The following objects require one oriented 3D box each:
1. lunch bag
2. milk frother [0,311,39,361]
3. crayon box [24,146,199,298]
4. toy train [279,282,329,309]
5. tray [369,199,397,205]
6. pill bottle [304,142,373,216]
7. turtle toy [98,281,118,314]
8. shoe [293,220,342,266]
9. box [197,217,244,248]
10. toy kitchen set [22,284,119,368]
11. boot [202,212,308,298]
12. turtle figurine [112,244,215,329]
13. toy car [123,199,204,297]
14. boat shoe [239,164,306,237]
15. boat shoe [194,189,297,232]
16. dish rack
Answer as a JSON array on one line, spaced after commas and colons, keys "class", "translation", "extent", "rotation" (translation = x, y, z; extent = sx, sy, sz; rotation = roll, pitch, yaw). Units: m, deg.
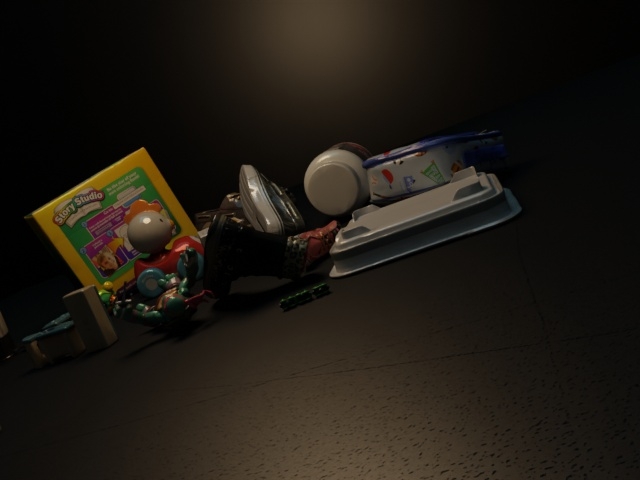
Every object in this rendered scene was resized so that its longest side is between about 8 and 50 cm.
[{"class": "lunch bag", "translation": [0.257, -0.164, 1.430], "extent": [0.243, 0.114, 0.303], "rotation": [-15, 1, 44]}, {"class": "milk frother", "translation": [-0.765, 0.213, 1.628], "extent": [0.129, 0.134, 0.143], "rotation": [5, 26, 39]}, {"class": "crayon box", "translation": [-0.570, -0.035, 1.878], "extent": [0.363, 0.313, 0.106], "rotation": [-39, 17, -30]}, {"class": "toy train", "translation": [-0.025, 0.086, 1.040], "extent": [0.083, 0.017, 0.024], "rotation": [-22, -1, -1]}, {"class": "tray", "translation": [0.239, -0.143, 1.718], "extent": [0.145, 0.030, 0.270], "rotation": [-15, 11, 31]}, {"class": "pill bottle", "translation": [0.054, -0.160, 1.779], "extent": [0.177, 0.176, 0.318], "rotation": [-20, 10, 14]}, {"class": "turtle toy", "translation": [-0.555, 0.164, 1.652], "extent": [0.130, 0.066, 0.095], "rotation": [-34, -8, -44]}, {"class": "shoe", "translation": [0.000, 0.000, 1.327], "extent": [0.081, 0.063, 0.178], "rotation": [-25, 4, 13]}, {"class": "box", "translation": [-0.224, 0.016, 1.599], "extent": [0.103, 0.114, 0.203], "rotation": [-23, 8, -10]}, {"class": "toy kitchen set", "translation": [-0.498, 0.159, 1.379], "extent": [0.207, 0.122, 0.166], "rotation": [-18, 10, 19]}, {"class": "boot", "translation": [-0.120, 0.052, 1.228], "extent": [0.179, 0.236, 0.085], "rotation": [12, 54, 0]}, {"class": "turtle figurine", "translation": [-0.278, 0.104, 1.197], "extent": [0.175, 0.118, 0.234], "rotation": [-33, 2, -19]}, {"class": "toy car", "translation": [-0.410, -0.002, 1.740], "extent": [0.211, 0.237, 0.219], "rotation": [-22, 10, -3]}, {"class": "boat shoe", "translation": [-0.132, -0.094, 1.796], "extent": [0.119, 0.121, 0.335], "rotation": [-7, 41, -21]}, {"class": "boat shoe", "translation": [-0.237, -0.082, 1.958], "extent": [0.356, 0.130, 0.132], "rotation": [-20, 3, 24]}, {"class": "dish rack", "translation": [0.172, -0.044, 1.184], "extent": [0.333, 0.072, 0.285], "rotation": [-21, 10, 14]}]
